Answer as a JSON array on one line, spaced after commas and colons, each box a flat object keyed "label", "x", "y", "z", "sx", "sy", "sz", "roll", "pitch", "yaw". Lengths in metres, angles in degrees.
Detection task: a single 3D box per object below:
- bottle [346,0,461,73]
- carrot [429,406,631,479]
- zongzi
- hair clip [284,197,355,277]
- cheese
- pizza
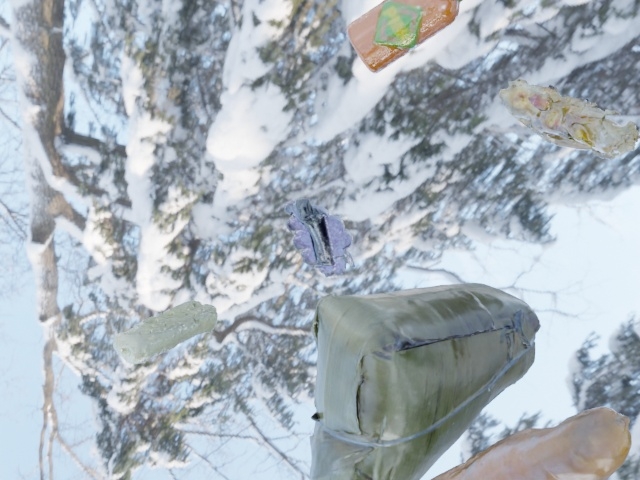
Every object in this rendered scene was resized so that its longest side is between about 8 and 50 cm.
[{"label": "bottle", "x": 0.120, "y": -0.265, "z": 0.737, "sx": 0.069, "sy": 0.187, "sz": 0.069, "roll": 47, "pitch": -156, "yaw": -28}, {"label": "carrot", "x": 0.080, "y": 0.138, "z": 0.334, "sx": 0.061, "sy": 0.209, "sz": 0.061, "roll": 18, "pitch": -138, "yaw": -17}, {"label": "zongzi", "x": 0.138, "y": 0.249, "z": 0.906, "sx": 0.356, "sy": 0.393, "sz": 0.174, "roll": -5, "pitch": -163, "yaw": -37}, {"label": "hair clip", "x": -0.001, "y": 0.001, "z": 1.224, "sx": 0.124, "sy": 0.195, "sz": 0.052, "roll": 3, "pitch": -135, "yaw": 28}, {"label": "cheese", "x": -0.223, "y": 0.130, "z": 0.969, "sx": 0.065, "sy": 0.043, "sz": 0.194, "roll": 22, "pitch": -161, "yaw": 21}, {"label": "pizza", "x": 0.410, "y": -0.180, "z": 1.048, "sx": 0.189, "sy": 0.071, "sz": 0.297, "roll": 31, "pitch": -173, "yaw": -23}]
